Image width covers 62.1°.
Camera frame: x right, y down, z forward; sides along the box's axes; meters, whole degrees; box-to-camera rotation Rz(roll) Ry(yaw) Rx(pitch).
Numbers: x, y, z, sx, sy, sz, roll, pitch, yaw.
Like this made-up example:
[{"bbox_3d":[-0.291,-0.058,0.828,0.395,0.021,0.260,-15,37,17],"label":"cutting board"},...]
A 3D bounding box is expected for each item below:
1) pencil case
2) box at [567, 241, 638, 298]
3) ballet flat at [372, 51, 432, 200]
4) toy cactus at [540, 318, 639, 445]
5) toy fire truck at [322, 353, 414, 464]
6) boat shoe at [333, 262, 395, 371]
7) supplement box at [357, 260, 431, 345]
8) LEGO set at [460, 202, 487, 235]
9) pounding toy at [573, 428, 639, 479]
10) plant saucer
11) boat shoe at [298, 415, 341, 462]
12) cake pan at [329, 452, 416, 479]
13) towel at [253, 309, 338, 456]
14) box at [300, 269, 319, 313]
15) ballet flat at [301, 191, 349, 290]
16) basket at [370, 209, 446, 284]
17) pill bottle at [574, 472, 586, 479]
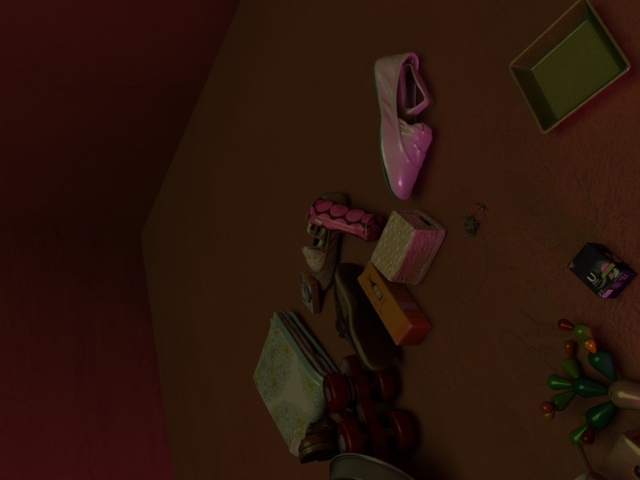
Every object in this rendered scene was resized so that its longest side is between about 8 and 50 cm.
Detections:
[{"bbox_3d":[0.067,-0.054,1.485,0.210,0.098,0.095,15,105,31],"label":"pencil case"},{"bbox_3d":[0.493,0.053,0.935,0.062,0.052,0.083,-62,39,29],"label":"box"},{"bbox_3d":[0.216,-0.305,1.349,0.139,0.139,0.399,-25,65,53],"label":"ballet flat"},{"bbox_3d":[0.474,0.251,0.910,0.181,0.112,0.218,0,78,47],"label":"toy cactus"},{"bbox_3d":[0.100,0.471,1.394,0.253,0.170,0.302,107,150,-51],"label":"toy fire truck"},{"bbox_3d":[0.103,0.221,1.452,0.123,0.124,0.341,114,146,-40],"label":"boat shoe"},{"bbox_3d":[0.185,0.157,1.364,0.078,0.080,0.233,-61,42,31],"label":"supplement box"},{"bbox_3d":[0.348,-0.043,1.200,0.083,0.024,0.054,-46,51,26],"label":"LEGO set"},{"bbox_3d":[0.474,0.335,0.788,0.181,0.206,0.094,43,121,50],"label":"pounding toy"},{"bbox_3d":[0.476,-0.328,1.017,0.188,0.045,0.188,-43,52,45],"label":"plant saucer"},{"bbox_3d":[-0.002,0.532,1.429,0.307,0.111,0.104,66,-173,-65],"label":"boat shoe"},{"bbox_3d":[0.139,0.611,1.229,0.294,0.054,0.293,19,133,22],"label":"cake pan"},{"bbox_3d":[-0.091,0.450,1.735,0.374,0.090,0.320,48,128,48],"label":"towel"},{"bbox_3d":[-0.034,0.170,1.694,0.081,0.028,0.136,44,143,52],"label":"box"},{"bbox_3d":[0.000,0.000,1.634,0.108,0.106,0.315,23,105,56],"label":"ballet flat"},{"bbox_3d":[0.212,0.014,1.316,0.113,0.103,0.167,49,125,46],"label":"basket"},{"bbox_3d":[0.485,0.463,0.856,0.169,0.094,0.094,43,121,50],"label":"pill bottle"}]
